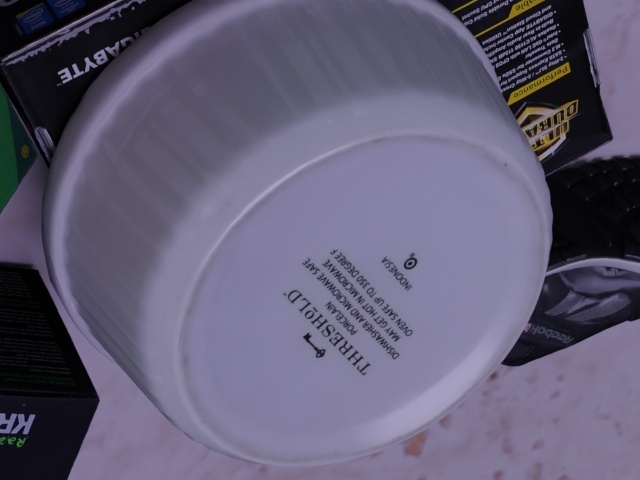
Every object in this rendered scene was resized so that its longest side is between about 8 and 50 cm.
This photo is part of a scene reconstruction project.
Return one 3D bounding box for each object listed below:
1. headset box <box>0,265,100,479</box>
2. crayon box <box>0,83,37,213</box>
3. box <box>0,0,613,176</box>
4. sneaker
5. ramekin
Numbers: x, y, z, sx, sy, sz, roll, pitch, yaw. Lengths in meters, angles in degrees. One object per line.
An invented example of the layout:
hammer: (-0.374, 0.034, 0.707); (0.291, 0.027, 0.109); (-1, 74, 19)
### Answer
headset box: (-0.296, 0.152, 0.956); (0.246, 0.131, 0.283); (9, 120, -32)
crayon box: (-0.259, -0.088, 0.742); (0.081, 0.202, 0.318); (0, 134, 27)
box: (-0.003, -0.095, 0.969); (0.322, 0.079, 0.257); (-29, 134, -7)
sneaker: (0.161, 0.023, 1.150); (0.283, 0.107, 0.124); (-2, 139, -23)
ramekin: (0.000, 0.000, 0.903); (0.273, 0.127, 0.273); (-15, 129, -19)
